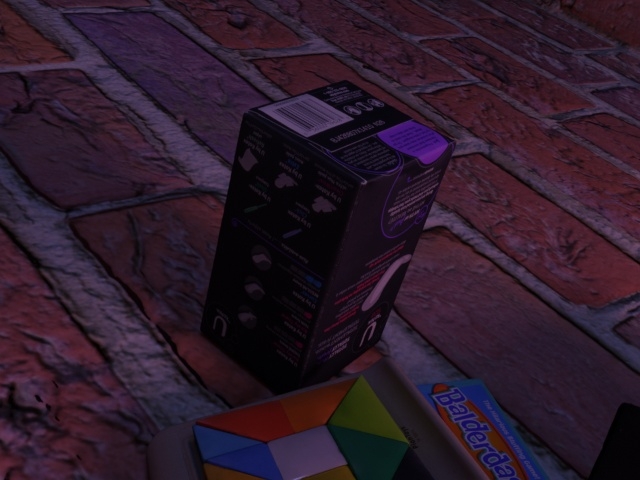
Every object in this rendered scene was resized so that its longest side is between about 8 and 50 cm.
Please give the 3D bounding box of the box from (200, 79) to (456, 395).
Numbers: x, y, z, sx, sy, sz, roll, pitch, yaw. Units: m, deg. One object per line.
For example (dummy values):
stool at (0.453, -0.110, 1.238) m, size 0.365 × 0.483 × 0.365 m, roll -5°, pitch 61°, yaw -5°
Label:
box at (0.000, 0.000, 0.786) m, size 0.143 × 0.270 × 0.165 m, roll 34°, pitch 36°, yaw 25°

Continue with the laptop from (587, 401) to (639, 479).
laptop at (0.294, 0.276, 0.511) m, size 0.264 × 0.234 × 0.136 m, roll 22°, pitch 4°, yaw 9°

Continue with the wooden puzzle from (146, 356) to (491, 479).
wooden puzzle at (-0.012, 0.181, 0.613) m, size 0.238 × 0.044 × 0.221 m, roll -18°, pitch 28°, yaw -13°

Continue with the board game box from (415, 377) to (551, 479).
board game box at (0.096, 0.209, 0.725) m, size 0.210 × 0.047 × 0.160 m, roll -1°, pitch 36°, yaw -26°
